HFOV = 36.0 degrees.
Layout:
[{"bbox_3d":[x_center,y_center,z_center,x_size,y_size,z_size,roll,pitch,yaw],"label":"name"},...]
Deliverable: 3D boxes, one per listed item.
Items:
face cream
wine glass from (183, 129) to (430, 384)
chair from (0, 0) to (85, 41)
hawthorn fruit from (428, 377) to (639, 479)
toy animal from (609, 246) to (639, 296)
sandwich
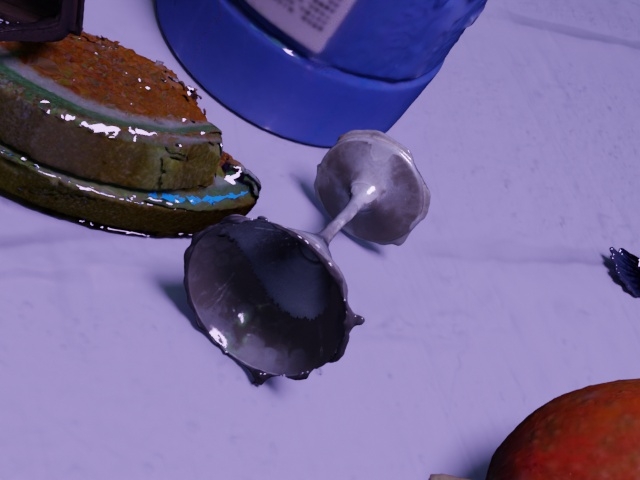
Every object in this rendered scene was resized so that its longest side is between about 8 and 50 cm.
[{"bbox_3d":[0.018,-0.237,0.801,0.249,0.225,0.249,18,47,-21],"label":"face cream"},{"bbox_3d":[0.000,0.000,0.676,0.122,0.122,0.183,41,36,2],"label":"wine glass"},{"bbox_3d":[-0.180,-0.199,0.633,0.113,0.106,0.229,23,28,20],"label":"chair"},{"bbox_3d":[0.189,0.171,0.611,0.251,0.199,0.199,15,46,-5],"label":"hawthorn fruit"},{"bbox_3d":[0.362,0.069,0.912,0.220,0.062,0.108,25,26,-14],"label":"toy animal"},{"bbox_3d":[-0.143,-0.083,0.660,0.235,0.079,0.159,30,43,-9],"label":"sandwich"}]
